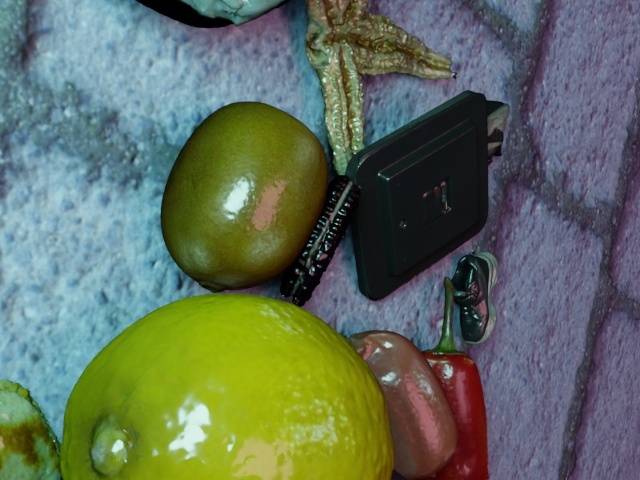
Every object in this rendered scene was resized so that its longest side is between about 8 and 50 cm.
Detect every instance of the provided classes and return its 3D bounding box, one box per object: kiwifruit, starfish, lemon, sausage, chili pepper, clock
[{"bbox_3d":[-0.094,-0.048,1.082,0.196,0.196,0.233,31,77,-44],"label":"kiwifruit"},{"bbox_3d":[0.072,-0.288,1.314,0.324,0.083,0.431,-42,127,-38],"label":"starfish"},{"bbox_3d":[-0.118,0.219,0.975,0.364,0.364,0.364,-7,99,-46],"label":"lemon"},{"bbox_3d":[0.123,0.250,1.366,0.148,0.148,0.254,-24,93,-43],"label":"sausage"},{"bbox_3d":[0.203,0.242,1.476,0.131,0.135,0.338,-9,103,-32],"label":"chili pepper"},{"bbox_3d":[0.162,-0.065,1.371,0.273,0.049,0.278,-32,134,-25],"label":"clock"}]

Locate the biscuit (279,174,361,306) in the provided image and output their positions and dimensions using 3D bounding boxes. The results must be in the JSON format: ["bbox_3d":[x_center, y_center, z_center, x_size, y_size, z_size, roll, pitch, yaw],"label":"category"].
[{"bbox_3d":[0.000,0.000,1.214,0.053,0.194,0.194,27,68,1],"label":"biscuit"}]

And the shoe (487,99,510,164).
[{"bbox_3d":[0.251,-0.155,1.515,0.227,0.099,0.112,-42,130,-37],"label":"shoe"}]

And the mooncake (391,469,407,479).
[{"bbox_3d":[0.021,0.445,1.298,0.283,0.141,0.282,0,90,-39],"label":"mooncake"}]

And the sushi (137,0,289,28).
[{"bbox_3d":[-0.088,-0.425,0.980,0.328,0.328,0.285,-61,-178,33],"label":"sushi"}]

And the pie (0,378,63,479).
[{"bbox_3d":[-0.339,0.264,0.917,0.201,0.090,0.247,-19,101,-48],"label":"pie"}]

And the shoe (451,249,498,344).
[{"bbox_3d":[0.258,0.097,1.568,0.099,0.071,0.169,14,80,-44],"label":"shoe"}]
